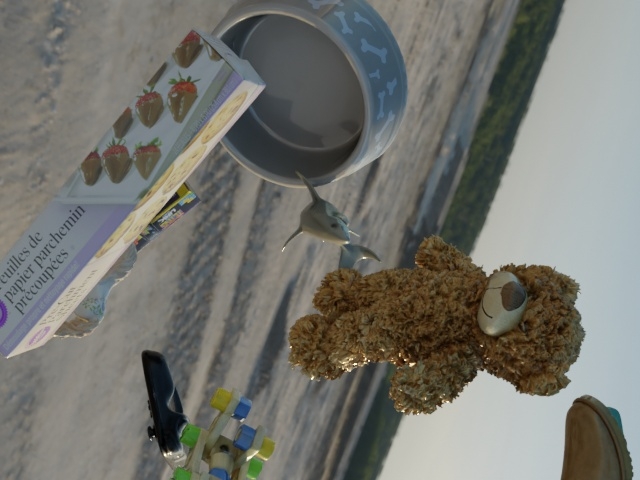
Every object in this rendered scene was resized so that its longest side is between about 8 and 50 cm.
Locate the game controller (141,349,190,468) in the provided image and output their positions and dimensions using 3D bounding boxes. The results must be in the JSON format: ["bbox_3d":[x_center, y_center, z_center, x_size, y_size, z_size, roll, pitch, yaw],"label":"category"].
[{"bbox_3d":[-0.254,0.281,1.456,0.067,0.167,0.319,-20,164,-13],"label":"game controller"}]

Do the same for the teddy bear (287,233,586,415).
[{"bbox_3d":[0.117,0.084,1.000,0.245,0.337,0.113,-38,123,-34],"label":"teddy bear"}]

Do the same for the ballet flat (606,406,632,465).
[{"bbox_3d":[0.535,0.387,1.637,0.052,0.057,0.168,121,-16,-47],"label":"ballet flat"}]

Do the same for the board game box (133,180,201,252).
[{"bbox_3d":[-0.299,-0.085,1.476,0.141,0.170,0.048,-38,150,0],"label":"board game box"}]

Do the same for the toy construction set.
[{"bbox_3d":[-0.173,0.376,1.225,0.215,0.151,0.328,-77,-175,-52],"label":"toy construction set"}]

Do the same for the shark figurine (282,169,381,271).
[{"bbox_3d":[-0.007,-0.006,1.476,0.116,0.166,0.278,-43,163,-2],"label":"shark figurine"}]

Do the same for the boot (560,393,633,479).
[{"bbox_3d":[0.277,0.350,1.144,0.089,0.269,0.236,-5,-80,68],"label":"boot"}]

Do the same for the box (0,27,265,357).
[{"bbox_3d":[-0.177,-0.036,0.761,0.324,0.063,0.067,-47,172,12],"label":"box"}]

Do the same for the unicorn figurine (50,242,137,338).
[{"bbox_3d":[-0.277,0.054,1.067,0.060,0.111,0.162,63,21,-55],"label":"unicorn figurine"}]

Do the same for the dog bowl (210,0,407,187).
[{"bbox_3d":[-0.040,-0.240,1.425,0.102,0.348,0.349,-51,162,-50],"label":"dog bowl"}]
